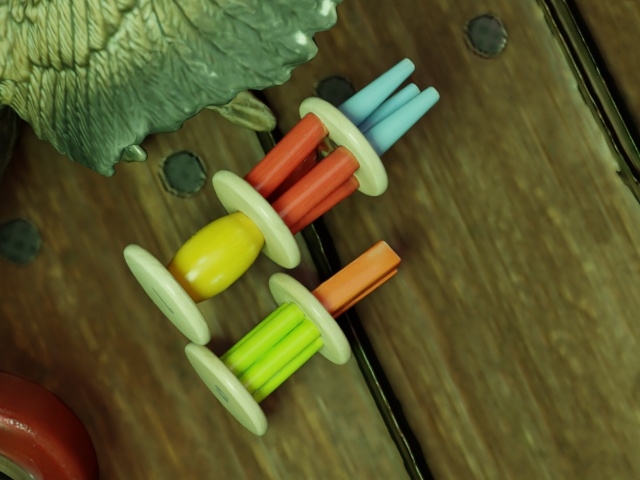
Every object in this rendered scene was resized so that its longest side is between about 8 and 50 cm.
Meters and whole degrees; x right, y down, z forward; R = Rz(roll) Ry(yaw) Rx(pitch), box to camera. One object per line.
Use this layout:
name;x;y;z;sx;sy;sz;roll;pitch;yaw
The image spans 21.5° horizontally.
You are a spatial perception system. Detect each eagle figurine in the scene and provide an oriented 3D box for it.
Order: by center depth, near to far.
eagle figurine;-0.114;-0.132;0.643;0.226;0.298;0.225;-14;81;-15

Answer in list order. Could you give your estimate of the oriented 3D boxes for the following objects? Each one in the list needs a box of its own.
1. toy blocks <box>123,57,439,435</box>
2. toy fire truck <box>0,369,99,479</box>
toy blocks;0.000;0.000;0.736;0.148;0.123;0.054;-40;47;-13
toy fire truck;-0.238;0.113;0.634;0.254;0.169;0.302;-23;114;11
